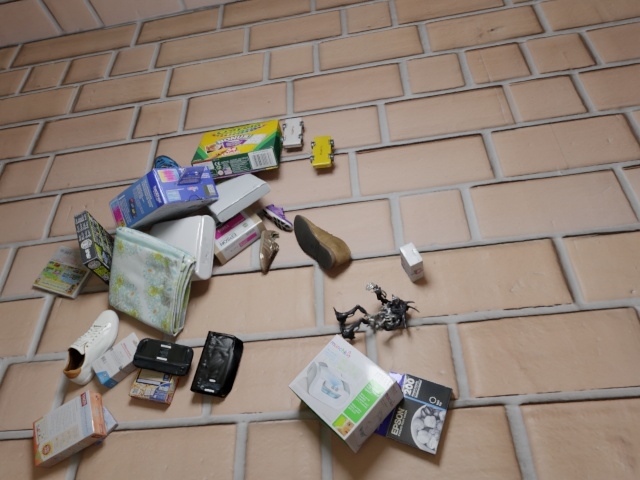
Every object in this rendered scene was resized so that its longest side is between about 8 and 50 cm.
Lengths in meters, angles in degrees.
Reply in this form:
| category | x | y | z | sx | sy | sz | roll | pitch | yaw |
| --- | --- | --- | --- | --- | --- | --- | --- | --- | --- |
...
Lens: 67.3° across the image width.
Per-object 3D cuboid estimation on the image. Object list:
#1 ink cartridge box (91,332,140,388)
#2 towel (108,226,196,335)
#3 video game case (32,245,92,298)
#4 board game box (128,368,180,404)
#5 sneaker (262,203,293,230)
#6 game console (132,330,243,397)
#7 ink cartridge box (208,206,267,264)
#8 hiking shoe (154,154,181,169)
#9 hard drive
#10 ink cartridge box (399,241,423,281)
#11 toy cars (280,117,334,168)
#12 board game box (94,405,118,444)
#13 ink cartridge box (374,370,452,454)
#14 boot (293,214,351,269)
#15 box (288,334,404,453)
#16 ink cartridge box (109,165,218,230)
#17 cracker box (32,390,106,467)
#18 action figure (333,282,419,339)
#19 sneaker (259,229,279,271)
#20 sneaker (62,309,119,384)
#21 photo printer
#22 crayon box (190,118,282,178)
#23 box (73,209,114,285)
| category | x | y | z | sx | sy | sz | roll | pitch | yaw |
| --- | --- | --- | --- | --- | --- | --- | --- | --- | --- |
| ink cartridge box | -0.719 | 0.433 | 1.744 | 0.180 | 0.060 | 0.104 | -38 | 56 | -13 |
| towel | -0.642 | 0.149 | 1.797 | 0.375 | 0.090 | 0.320 | 20 | 103 | 24 |
| video game case | -1.076 | 0.132 | 2.048 | 0.227 | 0.026 | 0.206 | 12 | 60 | 19 |
| board game box | -0.567 | 0.467 | 1.697 | 0.147 | 0.045 | 0.193 | 5 | 58 | 15 |
| sneaker | -0.168 | -0.104 | 1.981 | 0.071 | 0.068 | 0.170 | -38 | 56 | -20 |
| game console | -0.463 | 0.406 | 1.672 | 0.362 | 0.043 | 0.213 | 11 | 58 | 3 |
| ink cartridge box | -0.368 | -0.045 | 1.971 | 0.235 | 0.088 | 0.193 | -37 | 56 | -14 |
| hiking shoe | -0.688 | -0.312 | 2.194 | 0.113 | 0.132 | 0.304 | -32 | 56 | -10 |
| hard drive | -0.368 | -0.196 | 2.000 | 0.233 | 0.047 | 0.353 | -35 | 29 | -12 |
| ink cartridge box | 0.325 | 0.078 | 1.712 | 0.052 | 0.122 | 0.088 | -24 | 55 | -4 |
| toy cars | -0.056 | -0.424 | 2.163 | 0.177 | 0.087 | 0.394 | -37 | 53 | -19 |
| board game box | -0.750 | 0.630 | 1.643 | 0.090 | 0.020 | 0.090 | 35 | 72 | 30 |
| ink cartridge box | 0.277 | 0.519 | 1.475 | 0.209 | 0.045 | 0.206 | 12 | 60 | 22 |
| boot | 0.000 | 0.000 | 1.873 | 0.115 | 0.112 | 0.305 | -12 | 43 | -34 |
| box | 0.080 | 0.465 | 1.486 | 0.231 | 0.126 | 0.262 | -44 | 48 | -16 |
| ink cartridge box | -0.597 | -0.173 | 1.894 | 0.396 | 0.270 | 0.151 | -21 | 88 | 35 |
| cracker box | -0.843 | 0.632 | 1.616 | 0.233 | 0.067 | 0.155 | -30 | 55 | 4 |
| action figure | 0.190 | 0.239 | 1.626 | 0.276 | 0.140 | 0.164 | -19 | 43 | 1 |
| sneaker | -0.200 | 0.035 | 1.894 | 0.071 | 0.066 | 0.188 | -4 | 57 | 4 |
| sneaker | -0.845 | 0.375 | 1.775 | 0.106 | 0.123 | 0.289 | 2 | 56 | 16 |
| photo printer | -0.565 | 0.042 | 1.890 | 0.308 | 0.107 | 0.255 | -7 | 71 | 27 |
| crayon box | -0.363 | -0.409 | 2.149 | 0.364 | 0.106 | 0.313 | -9 | 36 | 6 |
| box | -0.897 | 0.039 | 1.954 | 0.060 | 0.216 | 0.270 | -28 | 56 | -6 |
